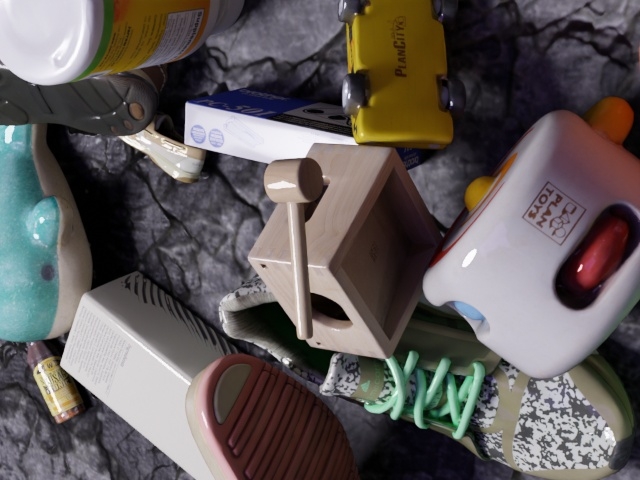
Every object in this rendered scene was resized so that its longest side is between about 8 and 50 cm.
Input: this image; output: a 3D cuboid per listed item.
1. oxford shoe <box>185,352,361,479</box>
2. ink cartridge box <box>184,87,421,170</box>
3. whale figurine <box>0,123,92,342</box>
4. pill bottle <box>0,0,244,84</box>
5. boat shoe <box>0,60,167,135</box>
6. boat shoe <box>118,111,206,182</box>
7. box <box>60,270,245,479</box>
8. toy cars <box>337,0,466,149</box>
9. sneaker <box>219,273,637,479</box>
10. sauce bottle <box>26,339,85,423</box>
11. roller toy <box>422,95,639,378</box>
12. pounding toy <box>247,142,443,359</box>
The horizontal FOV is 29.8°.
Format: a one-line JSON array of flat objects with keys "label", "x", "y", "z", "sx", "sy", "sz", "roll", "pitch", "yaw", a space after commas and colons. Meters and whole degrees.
[{"label": "oxford shoe", "x": -0.036, "y": 0.261, "z": 1.156, "sx": 0.147, "sy": 0.140, "sz": 0.397, "roll": -4, "pitch": 130, "yaw": 38}, {"label": "ink cartridge box", "x": -0.017, "y": -0.100, "z": 1.136, "sx": 0.207, "sy": 0.097, "sz": 0.046, "roll": 15, "pitch": 112, "yaw": 30}, {"label": "whale figurine", "x": -0.349, "y": -0.020, "z": 1.344, "sx": 0.216, "sy": 0.141, "sz": 0.272, "roll": -7, "pitch": 90, "yaw": 58}, {"label": "pill bottle", "x": -0.180, "y": -0.227, "z": 1.113, "sx": 0.136, "sy": 0.246, "sz": 0.136, "roll": 10, "pitch": 110, "yaw": 30}, {"label": "boat shoe", "x": -0.306, "y": -0.195, "z": 1.270, "sx": 0.324, "sy": 0.120, "sz": 0.122, "roll": 12, "pitch": 148, "yaw": 13}, {"label": "boat shoe", "x": -0.172, "y": -0.113, "z": 1.270, "sx": 0.135, "sy": 0.050, "sz": 0.045, "roll": 36, "pitch": 108, "yaw": 18}, {"label": "box", "x": -0.146, "y": 0.159, "z": 1.304, "sx": 0.275, "sy": 0.094, "sz": 0.113, "roll": 36, "pitch": 122, "yaw": 19}, {"label": "toy cars", "x": -0.008, "y": -0.223, "z": 1.069, "sx": 0.393, "sy": 0.176, "sz": 0.087, "roll": 47, "pitch": 154, "yaw": 13}, {"label": "sneaker", "x": 0.076, "y": 0.124, "z": 1.090, "sx": 0.410, "sy": 0.182, "sz": 0.158, "roll": 22, "pitch": 116, "yaw": 27}, {"label": "sauce bottle", "x": -0.328, "y": 0.157, "z": 1.456, "sx": 0.042, "sy": 0.042, "sz": 0.128, "roll": -28, "pitch": 90, "yaw": 36}, {"label": "roller toy", "x": 0.179, "y": -0.002, "z": 0.962, "sx": 0.146, "sy": 0.191, "sz": 0.209, "roll": 37, "pitch": 129, "yaw": -1}, {"label": "pounding toy", "x": -0.006, "y": 0.004, "z": 0.963, "sx": 0.094, "sy": 0.181, "sz": 0.206, "roll": 6, "pitch": 145, "yaw": 36}]
